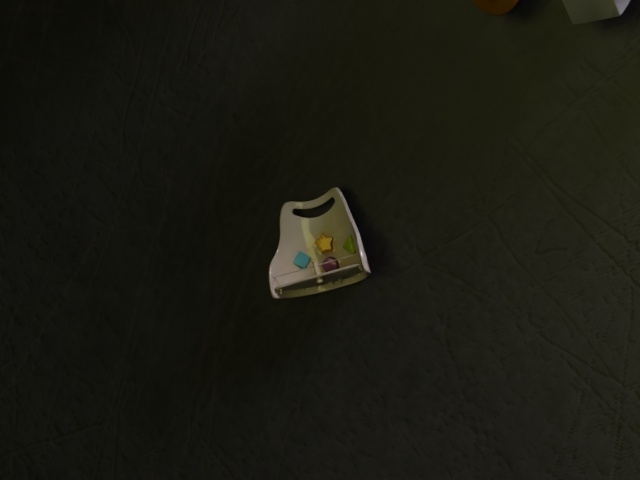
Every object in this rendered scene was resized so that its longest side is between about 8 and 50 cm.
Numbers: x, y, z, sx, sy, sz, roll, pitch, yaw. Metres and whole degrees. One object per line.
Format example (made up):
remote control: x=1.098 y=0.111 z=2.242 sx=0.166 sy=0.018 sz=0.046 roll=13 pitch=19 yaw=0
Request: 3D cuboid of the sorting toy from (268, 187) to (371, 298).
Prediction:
sorting toy: x=0.000 y=0.000 z=1.376 sx=0.083 sy=0.045 sz=0.075 roll=-16 pitch=80 yaw=23

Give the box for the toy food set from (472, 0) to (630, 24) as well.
toy food set: x=0.214 y=-0.233 z=1.250 sx=0.232 sy=0.104 sz=0.111 roll=-7 pitch=122 yaw=38
